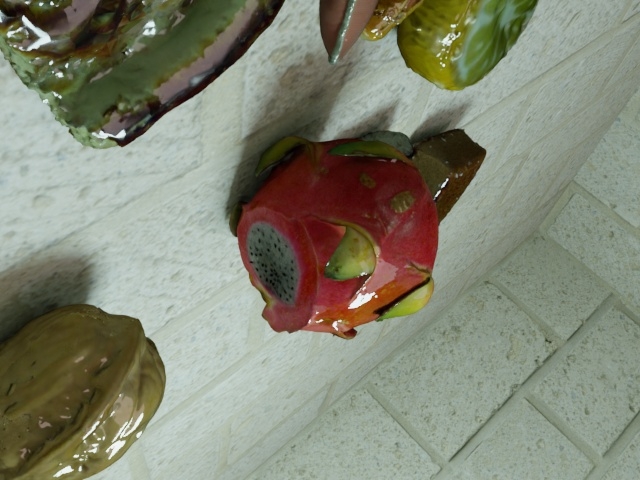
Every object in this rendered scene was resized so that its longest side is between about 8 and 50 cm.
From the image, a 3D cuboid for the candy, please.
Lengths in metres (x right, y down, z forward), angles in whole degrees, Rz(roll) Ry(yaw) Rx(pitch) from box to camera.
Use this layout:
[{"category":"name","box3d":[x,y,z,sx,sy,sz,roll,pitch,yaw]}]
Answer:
[{"category":"candy","box3d":[0.212,-0.331,0.891,0.260,0.118,0.260,-42,158,-22]}]

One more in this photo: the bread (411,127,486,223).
[{"category":"bread","box3d":[0.174,-0.041,1.373,0.165,0.113,0.416,-23,151,-46]}]

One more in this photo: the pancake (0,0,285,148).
[{"category":"pancake","box3d":[-0.096,-0.253,0.495,0.427,0.067,0.305,-46,159,5]}]

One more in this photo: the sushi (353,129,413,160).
[{"category":"sushi","box3d":[0.081,-0.122,1.064,0.150,0.090,0.078,-31,152,-30]}]

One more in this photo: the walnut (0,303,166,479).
[{"category":"walnut","box3d":[-0.295,0.181,0.765,0.245,0.198,0.198,-45,160,1]}]

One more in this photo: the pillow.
[{"category":"pillow","box3d":[0.036,-0.284,0.623,0.179,0.075,0.171,115,-16,-48]}]

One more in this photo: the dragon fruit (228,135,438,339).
[{"category":"dragon fruit","box3d":[0.000,0.000,0.894,0.189,0.290,0.290,-18,147,-45]}]

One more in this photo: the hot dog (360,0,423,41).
[{"category":"hot dog","box3d":[0.132,-0.348,0.748,0.286,0.088,0.061,-51,161,-2]}]
